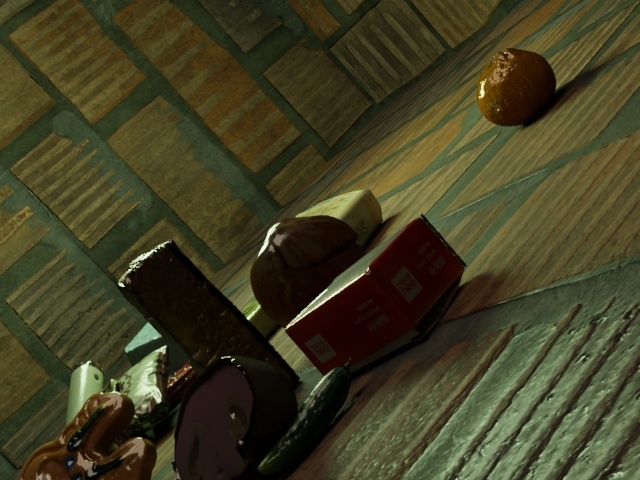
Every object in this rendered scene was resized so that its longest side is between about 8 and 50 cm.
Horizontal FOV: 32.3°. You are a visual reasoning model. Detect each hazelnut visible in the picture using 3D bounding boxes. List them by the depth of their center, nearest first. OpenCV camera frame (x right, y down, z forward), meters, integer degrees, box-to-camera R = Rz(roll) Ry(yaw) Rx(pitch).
[{"bbox_3d":[-0.018,0.042,1.641,0.182,0.182,0.182,-42,7,6],"label":"hazelnut"}]

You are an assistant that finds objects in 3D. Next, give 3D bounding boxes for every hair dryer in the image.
[{"bbox_3d":[-0.413,0.329,1.902,0.203,0.128,0.362,-40,30,19],"label":"hair dryer"}]

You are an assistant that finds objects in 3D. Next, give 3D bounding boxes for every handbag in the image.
[{"bbox_3d":[-0.354,0.320,2.053,0.213,0.127,0.235,-43,19,9],"label":"handbag"}]

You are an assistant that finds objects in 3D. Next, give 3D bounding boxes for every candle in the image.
[{"bbox_3d":[-0.211,0.225,2.150,0.329,0.048,0.051,-42,-34,5],"label":"candle"}]

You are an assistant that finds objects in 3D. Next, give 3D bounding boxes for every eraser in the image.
[{"bbox_3d":[-0.137,0.170,2.009,0.172,0.058,0.117,-47,9,-38],"label":"eraser"}]

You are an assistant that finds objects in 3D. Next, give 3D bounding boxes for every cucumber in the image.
[{"bbox_3d":[-0.008,0.195,1.203,0.168,0.039,0.039,-50,9,-26],"label":"cucumber"}]

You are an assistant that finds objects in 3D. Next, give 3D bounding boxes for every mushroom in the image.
[{"bbox_3d":[-0.087,0.208,1.253,0.117,0.141,0.188,-8,-30,-38],"label":"mushroom"}]

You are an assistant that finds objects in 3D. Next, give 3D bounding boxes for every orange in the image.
[{"bbox_3d":[0.316,-0.252,1.806,0.135,0.117,0.135,-43,0,0],"label":"orange"}]

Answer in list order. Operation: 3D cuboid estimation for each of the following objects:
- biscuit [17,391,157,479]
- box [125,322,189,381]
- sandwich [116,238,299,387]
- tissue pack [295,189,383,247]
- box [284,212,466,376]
[{"bbox_3d":[-0.389,0.381,1.683,0.334,0.047,0.202,-44,48,13],"label":"biscuit"},{"bbox_3d":[-0.295,0.221,2.293,0.162,0.130,0.227,-24,12,21],"label":"box"},{"bbox_3d":[-0.171,0.126,1.580,0.095,0.273,0.249,-44,5,-12],"label":"sandwich"},{"bbox_3d":[0.000,0.000,2.025,0.186,0.090,0.222,-18,17,31],"label":"tissue pack"},{"bbox_3d":[0.067,0.073,1.293,0.182,0.099,0.133,-38,5,45],"label":"box"}]
